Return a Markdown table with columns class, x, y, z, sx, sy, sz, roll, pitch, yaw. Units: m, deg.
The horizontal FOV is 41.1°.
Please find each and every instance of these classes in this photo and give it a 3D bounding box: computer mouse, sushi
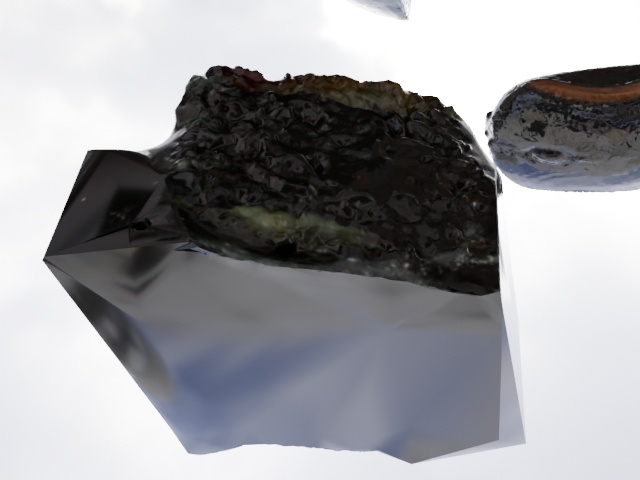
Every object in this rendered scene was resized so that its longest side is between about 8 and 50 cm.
| class | x | y | z | sx | sy | sz | roll | pitch | yaw |
| --- | --- | --- | --- | --- | --- | --- | --- | --- | --- |
| computer mouse | 0.383 | -0.144 | 1.139 | 0.323 | 0.183 | 0.116 | -5 | -136 | 8 |
| sushi | 0.001 | 0.000 | 0.541 | 0.227 | 0.215 | 0.212 | -6 | -131 | 14 |

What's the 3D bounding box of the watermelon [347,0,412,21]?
| class | x | y | z | sx | sy | sz | roll | pitch | yaw |
| --- | --- | --- | --- | --- | --- | --- | --- | --- | --- |
| watermelon | 0.006 | -0.342 | 0.651 | 0.213 | 0.320 | 0.289 | -39 | -134 | -26 |
